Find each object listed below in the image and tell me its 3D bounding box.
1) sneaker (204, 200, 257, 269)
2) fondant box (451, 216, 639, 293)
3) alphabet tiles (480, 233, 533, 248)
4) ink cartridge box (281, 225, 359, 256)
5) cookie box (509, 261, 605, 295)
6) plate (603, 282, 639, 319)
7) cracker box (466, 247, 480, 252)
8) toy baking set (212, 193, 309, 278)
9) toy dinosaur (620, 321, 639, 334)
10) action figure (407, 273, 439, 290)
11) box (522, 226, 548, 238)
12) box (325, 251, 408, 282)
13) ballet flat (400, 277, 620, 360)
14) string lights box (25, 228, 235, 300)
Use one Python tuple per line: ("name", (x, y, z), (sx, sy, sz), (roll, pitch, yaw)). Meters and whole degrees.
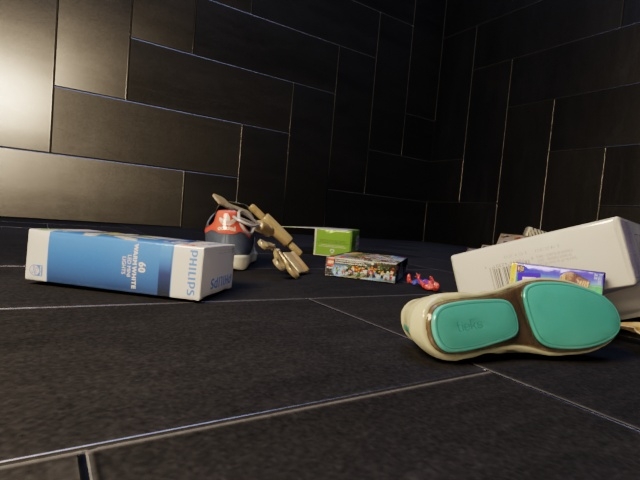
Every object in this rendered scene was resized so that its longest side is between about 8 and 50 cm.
("sneaker", (-0.215, -0.021, 1.073), (0.131, 0.148, 0.350), (4, 3, -12))
("fondant box", (0.411, 0.043, 0.744), (0.238, 0.096, 0.330), (-18, -12, 40))
("alphabet tiles", (0.573, 0.046, 1.285), (0.198, 0.009, 0.237), (7, 34, 32))
("ink cartridge box", (0.000, 0.000, 1.548), (0.255, 0.097, 0.189), (4, 3, 13))
("cookie box", (0.305, 0.079, 0.569), (0.107, 0.091, 0.040), (6, 0, 36))
("plate", (0.519, 0.076, 0.653), (0.278, 0.045, 0.277), (-25, -18, 38))
("cracker box", (0.578, 0.068, 1.442), (0.156, 0.067, 0.232), (6, 3, 12))
("toy baking set", (-0.112, -0.018, 0.915), (0.256, 0.030, 0.197), (46, 8, -8))
("toy dinosaur", (0.411, 0.110, 0.517), (0.093, 0.053, 0.183), (3, 4, -14))
("action figure", (0.218, 0.086, 0.908), (0.038, 0.030, 0.115), (9, 4, -14))
("box", (0.778, 0.044, 1.371), (0.275, 0.094, 0.113), (21, 8, 18))
("box", (0.120, 0.061, 1.056), (0.159, 0.044, 0.233), (6, 3, 17))
("ballet flat", (0.201, 0.086, 0.472), (0.249, 0.086, 0.086), (3, 3, -17))
("string lights box", (-0.277, 0.032, 0.657), (0.260, 0.076, 0.133), (5, 2, 7))
